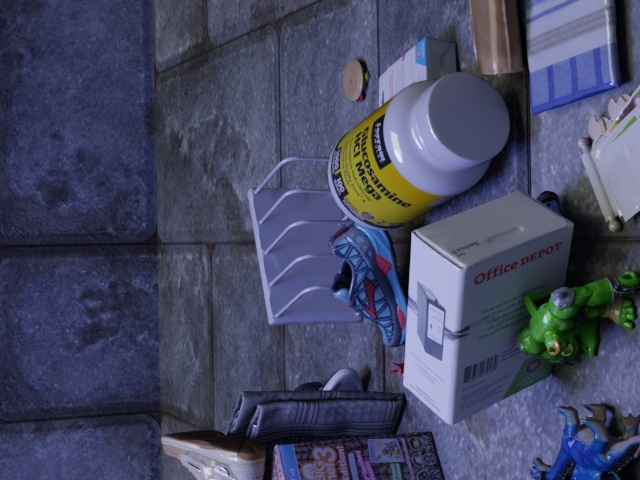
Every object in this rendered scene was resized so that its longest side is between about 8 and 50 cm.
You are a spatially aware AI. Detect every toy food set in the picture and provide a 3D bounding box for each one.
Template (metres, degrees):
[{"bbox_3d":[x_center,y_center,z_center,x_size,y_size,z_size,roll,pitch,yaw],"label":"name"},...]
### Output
[{"bbox_3d":[0.067,-0.306,2.383,0.082,0.020,0.083,-117,35,-44],"label":"toy food set"}]

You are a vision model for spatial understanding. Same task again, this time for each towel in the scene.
[{"bbox_3d":[-0.031,0.393,2.257,0.056,0.324,0.312,-110,30,-46],"label":"towel"},{"bbox_3d":[0.346,-0.331,1.727,0.209,0.034,0.285,164,103,-66],"label":"towel"}]

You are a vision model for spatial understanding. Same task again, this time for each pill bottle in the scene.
[{"bbox_3d":[0.156,-0.143,1.976,0.334,0.188,0.188,147,119,-63],"label":"pill bottle"}]

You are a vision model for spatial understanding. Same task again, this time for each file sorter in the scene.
[{"bbox_3d":[0.000,0.000,2.343,0.173,0.193,0.277,-43,52,56],"label":"file sorter"}]

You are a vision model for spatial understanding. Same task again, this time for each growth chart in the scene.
[{"bbox_3d":[0.412,-0.118,1.598,0.237,0.021,0.172,135,130,-59],"label":"growth chart"}]

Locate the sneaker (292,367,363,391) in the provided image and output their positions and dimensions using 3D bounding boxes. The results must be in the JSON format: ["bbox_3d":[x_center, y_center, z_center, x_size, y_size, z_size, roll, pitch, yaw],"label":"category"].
[{"bbox_3d":[-0.003,0.318,2.461,0.296,0.104,0.147,106,146,-43],"label":"sneaker"}]

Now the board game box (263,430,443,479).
[{"bbox_3d":[0.035,0.448,2.150,0.232,0.291,0.141,124,139,-53],"label":"board game box"}]

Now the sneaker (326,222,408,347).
[{"bbox_3d":[0.077,0.082,2.186,0.104,0.125,0.262,-128,19,-64],"label":"sneaker"}]

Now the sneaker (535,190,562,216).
[{"bbox_3d":[0.301,-0.015,1.822,0.188,0.067,0.078,132,151,-58],"label":"sneaker"}]

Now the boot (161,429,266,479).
[{"bbox_3d":[-0.185,0.436,2.136,0.262,0.095,0.203,3,96,47],"label":"boot"}]

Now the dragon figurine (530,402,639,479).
[{"bbox_3d":[0.369,0.298,1.631,0.289,0.085,0.144,-172,80,-71],"label":"dragon figurine"}]

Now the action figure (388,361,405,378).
[{"bbox_3d":[0.204,0.167,1.956,0.091,0.139,0.280,-118,32,-48],"label":"action figure"}]

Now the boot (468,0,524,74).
[{"bbox_3d":[0.246,-0.395,1.876,0.236,0.089,0.269,-80,-18,-75],"label":"boot"}]

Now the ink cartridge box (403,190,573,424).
[{"bbox_3d":[0.229,0.091,1.723,0.115,0.198,0.273,39,140,43],"label":"ink cartridge box"}]

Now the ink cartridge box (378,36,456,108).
[{"bbox_3d":[0.163,-0.259,2.103,0.181,0.061,0.104,148,125,-63],"label":"ink cartridge box"}]

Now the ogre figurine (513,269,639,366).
[{"bbox_3d":[0.335,0.109,1.664,0.197,0.118,0.097,143,123,-62],"label":"ogre figurine"}]
